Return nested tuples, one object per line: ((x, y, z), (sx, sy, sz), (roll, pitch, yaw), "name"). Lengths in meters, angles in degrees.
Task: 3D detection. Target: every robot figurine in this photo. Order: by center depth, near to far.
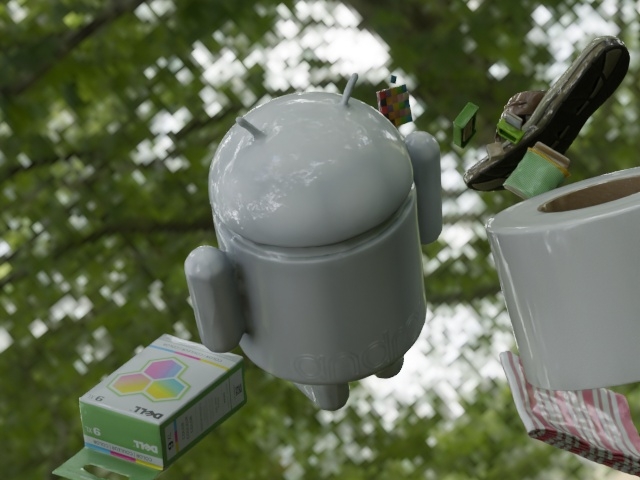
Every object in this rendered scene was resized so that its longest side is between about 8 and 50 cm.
((0.000, 0.000, 1.828), (0.300, 0.200, 0.353), (-32, -46, -25), "robot figurine")

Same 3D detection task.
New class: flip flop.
((0.290, -0.170, 2.432), (0.112, 0.080, 0.277), (12, -57, -52), "flip flop")

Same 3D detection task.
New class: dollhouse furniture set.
((0.241, -0.114, 2.335), (0.076, 0.151, 0.058), (-51, -17, -20), "dollhouse furniture set")

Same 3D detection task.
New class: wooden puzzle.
((0.095, -0.169, 2.351), (0.049, 0.083, 0.006), (-19, 15, -37), "wooden puzzle")

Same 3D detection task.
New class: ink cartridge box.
((-0.180, 0.181, 1.950), (0.209, 0.109, 0.062), (-37, -48, -47), "ink cartridge box")

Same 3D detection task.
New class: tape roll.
((0.303, 0.031, 1.866), (0.246, 0.169, 0.246), (-16, 9, 3), "tape roll")

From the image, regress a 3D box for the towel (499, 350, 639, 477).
((0.309, 0.206, 2.227), (0.197, 0.144, 0.029), (22, -61, -27), "towel")
